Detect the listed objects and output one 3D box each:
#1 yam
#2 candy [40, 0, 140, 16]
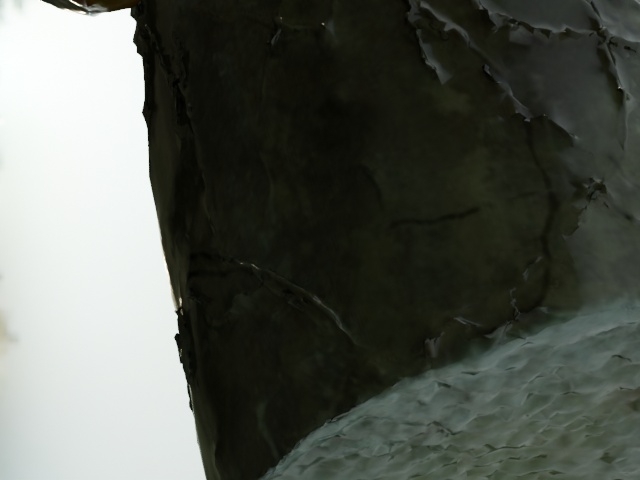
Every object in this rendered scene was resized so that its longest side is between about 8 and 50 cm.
[{"bbox_3d":[0.041,-0.042,0.727,0.241,0.241,0.348,113,-34,-64],"label":"yam"},{"bbox_3d":[-0.062,-0.093,0.526,0.182,0.053,0.046,150,-57,-69],"label":"candy"}]
